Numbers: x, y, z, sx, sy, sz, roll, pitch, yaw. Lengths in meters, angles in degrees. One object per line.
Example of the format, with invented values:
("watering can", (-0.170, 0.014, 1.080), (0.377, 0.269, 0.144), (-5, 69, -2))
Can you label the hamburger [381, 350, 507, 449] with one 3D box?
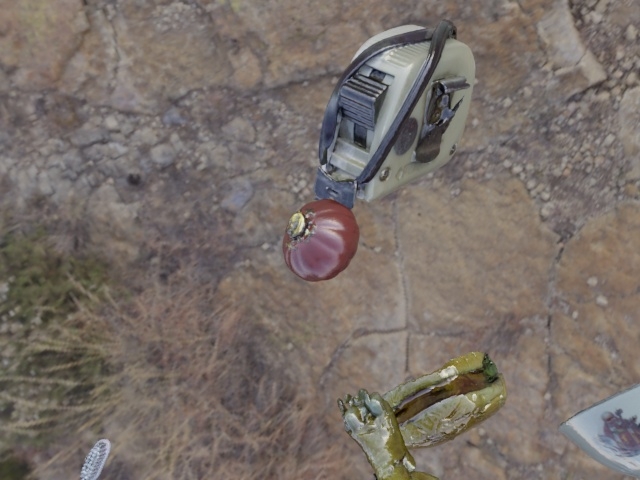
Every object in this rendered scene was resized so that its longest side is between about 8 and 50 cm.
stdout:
("hamburger", (0.224, 0.312, 1.672), (0.265, 0.285, 0.134), (-31, 74, 7))

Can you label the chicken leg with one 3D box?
("chicken leg", (0.145, 0.396, 1.358), (0.201, 0.153, 0.429), (83, 162, -52))

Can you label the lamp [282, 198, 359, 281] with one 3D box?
("lamp", (0.000, 0.000, 1.044), (0.101, 0.101, 0.090), (-25, 137, 37))

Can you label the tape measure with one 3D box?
("tape measure", (0.113, -0.188, 1.260), (0.133, 0.271, 0.231), (31, 131, 32))

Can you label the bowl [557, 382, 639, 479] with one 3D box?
("bowl", (0.606, 0.336, 1.573), (0.337, 0.337, 0.157), (-41, 62, 38))

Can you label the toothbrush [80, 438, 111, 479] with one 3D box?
("toothbrush", (-0.348, 0.416, 1.132), (0.024, 0.029, 0.354), (25, 91, 11))
